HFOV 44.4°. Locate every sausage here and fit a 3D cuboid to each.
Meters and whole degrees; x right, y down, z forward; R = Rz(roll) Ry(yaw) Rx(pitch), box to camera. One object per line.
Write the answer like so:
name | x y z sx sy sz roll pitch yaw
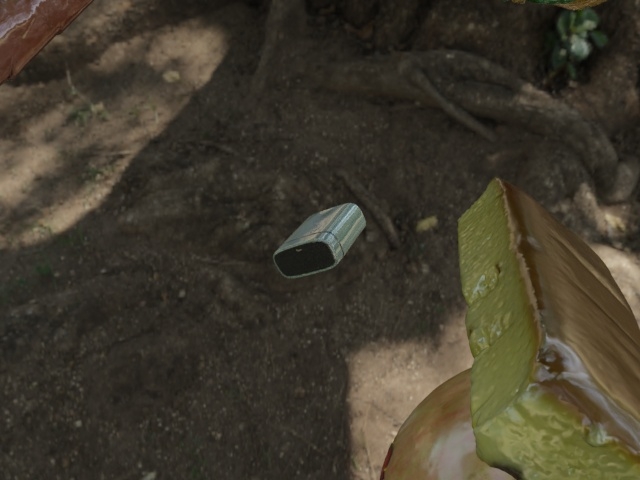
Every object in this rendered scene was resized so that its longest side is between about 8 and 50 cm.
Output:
sausage | -0.300 -0.196 0.722 0.433 0.088 0.088 -45 54 -7

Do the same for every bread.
bread | 0.164 0.065 0.539 0.138 0.077 0.361 40 21 -7

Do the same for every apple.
apple | 0.283 0.348 1.072 0.391 0.346 0.391 23 38 -19

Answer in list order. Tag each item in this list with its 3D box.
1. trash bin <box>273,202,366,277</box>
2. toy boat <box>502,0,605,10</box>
trash bin | 0.000 0.000 1.279 0.116 0.059 0.130 -15 21 33
toy boat | 0.311 -0.326 0.915 0.088 0.229 0.089 26 59 -33
